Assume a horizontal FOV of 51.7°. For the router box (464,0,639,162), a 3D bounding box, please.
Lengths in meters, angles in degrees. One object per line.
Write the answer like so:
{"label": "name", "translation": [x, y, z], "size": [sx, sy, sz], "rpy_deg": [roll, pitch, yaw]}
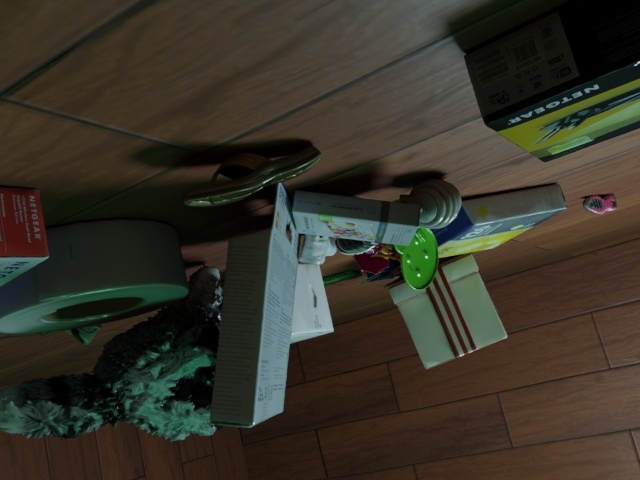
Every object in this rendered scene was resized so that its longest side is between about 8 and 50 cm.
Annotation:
{"label": "router box", "translation": [0.334, -0.185, 0.666], "size": [0.308, 0.081, 0.242], "rpy_deg": [-20, 166, 30]}

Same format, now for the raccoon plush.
{"label": "raccoon plush", "translation": [-0.317, 0.169, 1.169], "size": [0.446, 0.216, 0.299], "rpy_deg": [6, -154, -16]}

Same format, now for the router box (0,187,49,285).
{"label": "router box", "translation": [-0.516, 0.029, 0.704], "size": [0.335, 0.082, 0.301], "rpy_deg": [-23, 165, 37]}

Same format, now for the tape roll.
{"label": "tape roll", "translation": [-0.346, 0.059, 0.989], "size": [0.286, 0.100, 0.286], "rpy_deg": [-12, 168, -3]}

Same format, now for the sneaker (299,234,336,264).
{"label": "sneaker", "translation": [0.000, 0.000, 1.210], "size": [0.053, 0.061, 0.152], "rpy_deg": [7, -168, 9]}

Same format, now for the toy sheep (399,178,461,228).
{"label": "toy sheep", "translation": [0.180, -0.059, 1.072], "size": [0.091, 0.091, 0.132], "rpy_deg": [-24, -177, 41]}

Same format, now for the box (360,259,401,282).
{"label": "box", "translation": [0.228, 0.077, 1.857], "size": [0.225, 0.037, 0.136], "rpy_deg": [-7, 166, -32]}

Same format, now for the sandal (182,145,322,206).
{"label": "sandal", "translation": [-0.083, -0.082, 0.778], "size": [0.180, 0.049, 0.072], "rpy_deg": [-25, 178, -22]}

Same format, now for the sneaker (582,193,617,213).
{"label": "sneaker", "translation": [0.665, -0.085, 1.600], "size": [0.119, 0.047, 0.057], "rpy_deg": [-3, 176, -36]}

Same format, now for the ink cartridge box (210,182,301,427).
{"label": "ink cartridge box", "translation": [-0.089, 0.103, 1.005], "size": [0.071, 0.330, 0.324], "rpy_deg": [3, 168, 5]}

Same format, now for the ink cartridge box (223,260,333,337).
{"label": "ink cartridge box", "translation": [-0.120, 0.160, 1.533], "size": [0.232, 0.171, 0.168], "rpy_deg": [-22, 166, 32]}

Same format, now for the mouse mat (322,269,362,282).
{"label": "mouse mat", "translation": [0.019, 0.116, 1.886], "size": [0.189, 0.007, 0.152], "rpy_deg": [-15, 168, 12]}

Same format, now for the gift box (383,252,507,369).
{"label": "gift box", "translation": [0.316, 0.158, 1.723], "size": [0.255, 0.258, 0.276], "rpy_deg": [-24, 178, 7]}

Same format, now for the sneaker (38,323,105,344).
{"label": "sneaker", "translation": [-0.409, 0.128, 1.192], "size": [0.232, 0.115, 0.090], "rpy_deg": [-4, 169, -36]}

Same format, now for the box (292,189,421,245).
{"label": "box", "translation": [0.053, -0.032, 1.020], "size": [0.186, 0.038, 0.145], "rpy_deg": [8, 168, 3]}

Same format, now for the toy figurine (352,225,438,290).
{"label": "toy figurine", "translation": [0.129, 0.020, 1.343], "size": [0.159, 0.130, 0.173], "rpy_deg": [2, 146, 42]}

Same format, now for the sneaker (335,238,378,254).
{"label": "sneaker", "translation": [0.104, -0.025, 1.201], "size": [0.170, 0.063, 0.075], "rpy_deg": [-19, 168, 4]}

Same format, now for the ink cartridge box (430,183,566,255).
{"label": "ink cartridge box", "translation": [0.311, -0.024, 1.421], "size": [0.307, 0.072, 0.303], "rpy_deg": [-12, 169, -19]}
